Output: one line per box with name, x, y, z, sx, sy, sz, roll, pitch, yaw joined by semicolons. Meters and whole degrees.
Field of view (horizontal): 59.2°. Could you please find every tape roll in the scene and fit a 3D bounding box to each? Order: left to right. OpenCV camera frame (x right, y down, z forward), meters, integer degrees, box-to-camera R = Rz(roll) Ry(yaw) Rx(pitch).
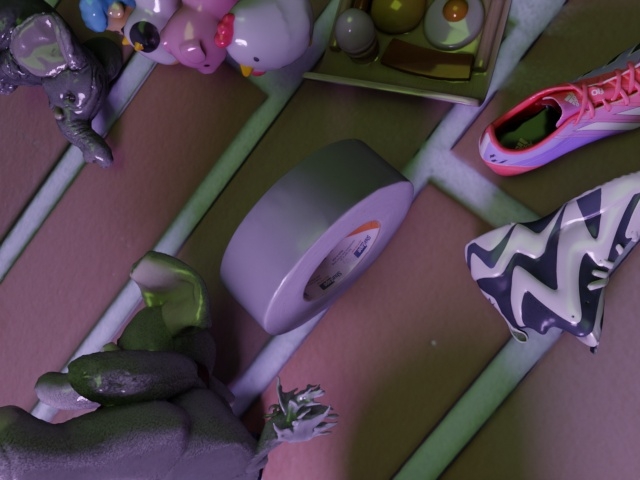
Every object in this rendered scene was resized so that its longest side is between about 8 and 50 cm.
tape roll;0.000;0.000;0.607;0.072;0.219;0.219;45;98;18

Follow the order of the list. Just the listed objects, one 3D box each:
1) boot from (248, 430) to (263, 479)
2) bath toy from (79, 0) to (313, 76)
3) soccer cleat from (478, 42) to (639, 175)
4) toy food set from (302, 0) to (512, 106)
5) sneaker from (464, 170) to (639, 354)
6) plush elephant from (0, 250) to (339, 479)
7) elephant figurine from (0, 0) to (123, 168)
boot;-0.142;0.337;0.694;0.106;0.082;0.219;5;75;30
bath toy;-0.167;-0.286;0.726;0.348;0.129;0.151;26;134;32
soccer cleat;0.286;-0.146;0.594;0.248;0.095;0.083;-27;75;14
toy food set;0.118;-0.319;0.676;0.220;0.092;0.305;15;88;20
sneaker;0.282;0.031;0.574;0.235;0.094;0.152;-23;77;15
plush elephant;-0.184;0.169;0.593;0.255;0.330;0.271;38;140;47
elephant figurine;-0.373;-0.250;0.821;0.240;0.185;0.169;22;47;10
